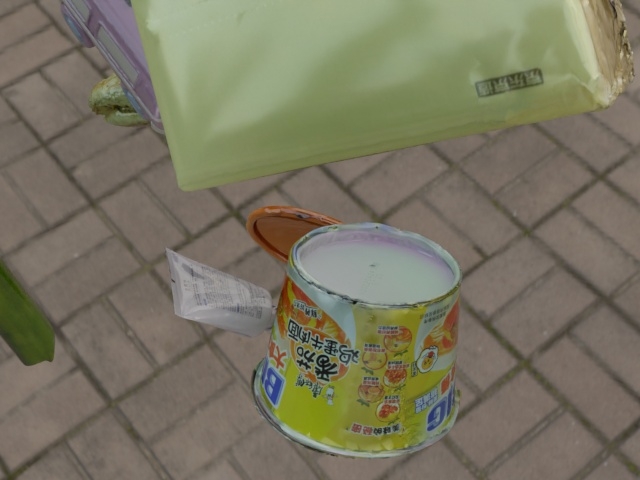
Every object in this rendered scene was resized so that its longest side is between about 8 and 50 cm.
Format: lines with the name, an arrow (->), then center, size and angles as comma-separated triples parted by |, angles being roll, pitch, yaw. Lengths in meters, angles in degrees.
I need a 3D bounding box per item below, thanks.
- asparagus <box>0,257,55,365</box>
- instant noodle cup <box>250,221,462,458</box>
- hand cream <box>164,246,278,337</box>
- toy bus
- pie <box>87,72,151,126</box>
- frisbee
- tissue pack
asparagus -> -0.369, 0.034, 1.067 | 0.060, 0.278, 0.067 | -43, 47, -20
instant noodle cup -> 0.041, 0.081, 0.920 | 0.204, 0.153, 0.205 | 6, 25, -3
hand cream -> -0.097, 0.062, 0.995 | 0.053, 0.142, 0.084 | -43, 45, 28
toy bus -> -0.155, -0.219, 0.924 | 0.142, 0.142, 0.202 | -37, 88, -11
pie -> -0.178, -0.198, 1.263 | 0.247, 0.090, 0.201 | -7, 23, 20
frisbee -> 0.000, 0.000, 1.237 | 0.192, 0.192, 0.035 | 15, 67, 13
tissue pack -> 0.028, -0.127, 0.503 | 0.234, 0.159, 0.125 | -9, 9, 27
